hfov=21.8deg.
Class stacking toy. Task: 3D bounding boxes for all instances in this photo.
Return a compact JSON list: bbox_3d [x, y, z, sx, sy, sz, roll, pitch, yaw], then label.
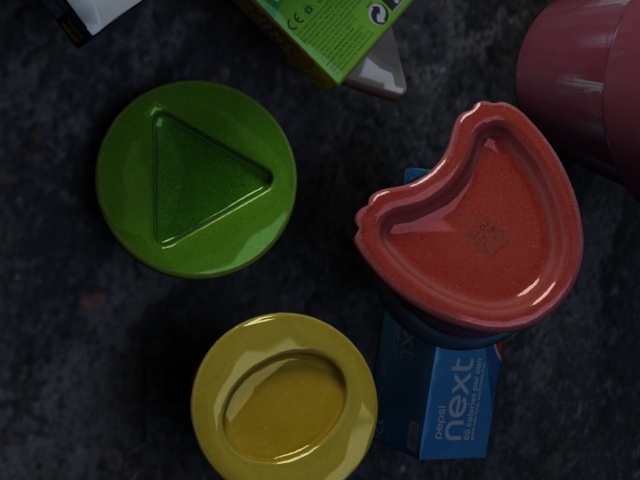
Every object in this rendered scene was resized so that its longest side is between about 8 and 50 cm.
[{"bbox_3d":[0.000,0.000,1.141,0.309,0.130,0.279,-33,87,-14],"label":"stacking toy"}]

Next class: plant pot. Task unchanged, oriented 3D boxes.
[{"bbox_3d":[0.255,-0.120,1.264,0.201,0.180,0.201,-9,105,-36],"label":"plant pot"}]

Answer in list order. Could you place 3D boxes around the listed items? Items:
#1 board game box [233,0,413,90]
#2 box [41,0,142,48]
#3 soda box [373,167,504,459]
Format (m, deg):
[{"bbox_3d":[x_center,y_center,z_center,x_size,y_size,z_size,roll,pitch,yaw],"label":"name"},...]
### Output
[{"bbox_3d":[-0.046,-0.229,1.062,0.259,0.039,0.124,45,71,-14],"label":"board game box"},{"bbox_3d":[-0.101,-0.248,1.002,0.233,0.044,0.159,-39,99,-19],"label":"box"},{"bbox_3d":[0.095,0.055,1.249,0.071,0.067,0.210,5,97,-37],"label":"soda box"}]
